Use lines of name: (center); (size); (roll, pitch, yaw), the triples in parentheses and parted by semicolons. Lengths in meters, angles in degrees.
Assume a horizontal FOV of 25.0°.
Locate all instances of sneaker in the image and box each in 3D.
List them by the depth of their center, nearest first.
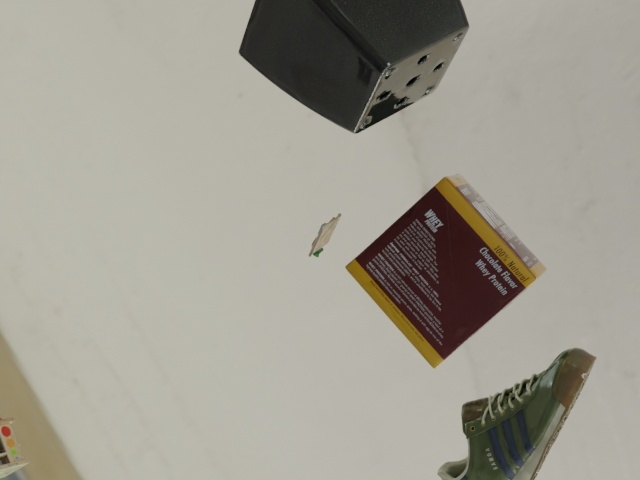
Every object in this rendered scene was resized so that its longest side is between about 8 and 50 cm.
sneaker: (0.163, 0.161, 1.266); (0.086, 0.064, 0.192); (29, -61, 13)

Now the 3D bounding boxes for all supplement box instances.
supplement box: (0.179, 0.040, 2.039); (0.194, 0.129, 0.191); (-43, -97, 14)

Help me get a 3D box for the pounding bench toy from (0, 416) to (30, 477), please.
pounding bench toy: (-0.393, 0.244, 1.673); (0.052, 0.083, 0.065); (-31, -104, 34)

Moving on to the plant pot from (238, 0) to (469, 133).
plant pot: (0.048, -0.230, 1.562); (0.167, 0.187, 0.188); (52, -30, 15)

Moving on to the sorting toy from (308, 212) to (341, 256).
sorting toy: (0.000, 0.000, 2.133); (0.012, 0.062, 0.083); (35, -53, 12)
